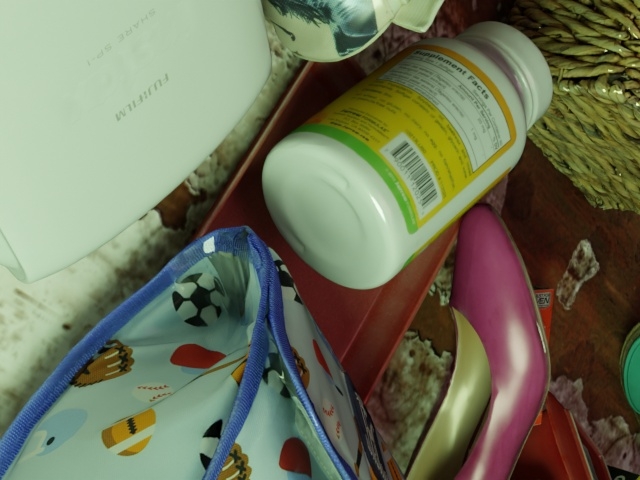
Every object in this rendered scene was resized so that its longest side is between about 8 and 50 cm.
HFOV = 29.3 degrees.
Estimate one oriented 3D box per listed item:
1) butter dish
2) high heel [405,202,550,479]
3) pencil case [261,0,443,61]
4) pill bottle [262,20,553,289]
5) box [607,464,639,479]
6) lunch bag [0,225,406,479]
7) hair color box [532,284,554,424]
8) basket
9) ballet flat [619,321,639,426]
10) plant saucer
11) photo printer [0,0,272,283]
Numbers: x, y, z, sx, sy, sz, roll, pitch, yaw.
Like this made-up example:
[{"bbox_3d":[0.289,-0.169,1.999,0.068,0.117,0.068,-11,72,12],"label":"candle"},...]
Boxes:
[{"bbox_3d":[0.245,0.268,1.309,0.160,0.118,0.160,51,20,-39],"label":"butter dish"},{"bbox_3d":[0.119,0.159,1.151,0.181,0.127,0.377,-10,99,-7],"label":"high heel"},{"bbox_3d":[-0.069,-0.302,0.841,0.410,0.184,0.159,44,67,-39],"label":"pencil case"},{"bbox_3d":[0.081,-0.080,0.994,0.246,0.136,0.136,-40,123,-33],"label":"pill bottle"},{"bbox_3d":[0.311,0.465,1.429,0.257,0.079,0.321,-35,120,-34],"label":"box"},{"bbox_3d":[-0.066,0.227,0.873,0.327,0.239,0.385,62,40,-37],"label":"lunch bag"},{"bbox_3d":[0.193,0.114,1.253,0.043,0.072,0.141,-2,99,-44],"label":"hair color box"},{"bbox_3d":[0.341,-0.177,1.248,0.299,0.214,0.223,37,72,-42],"label":"basket"},{"bbox_3d":[0.446,0.192,1.505,0.342,0.116,0.124,64,35,-31],"label":"ballet flat"},{"bbox_3d":[0.000,0.000,1.058,0.259,0.048,0.258,47,64,-40],"label":"plant saucer"},{"bbox_3d":[-0.152,-0.124,0.770,0.256,0.107,0.307,-43,153,-21],"label":"photo printer"}]
